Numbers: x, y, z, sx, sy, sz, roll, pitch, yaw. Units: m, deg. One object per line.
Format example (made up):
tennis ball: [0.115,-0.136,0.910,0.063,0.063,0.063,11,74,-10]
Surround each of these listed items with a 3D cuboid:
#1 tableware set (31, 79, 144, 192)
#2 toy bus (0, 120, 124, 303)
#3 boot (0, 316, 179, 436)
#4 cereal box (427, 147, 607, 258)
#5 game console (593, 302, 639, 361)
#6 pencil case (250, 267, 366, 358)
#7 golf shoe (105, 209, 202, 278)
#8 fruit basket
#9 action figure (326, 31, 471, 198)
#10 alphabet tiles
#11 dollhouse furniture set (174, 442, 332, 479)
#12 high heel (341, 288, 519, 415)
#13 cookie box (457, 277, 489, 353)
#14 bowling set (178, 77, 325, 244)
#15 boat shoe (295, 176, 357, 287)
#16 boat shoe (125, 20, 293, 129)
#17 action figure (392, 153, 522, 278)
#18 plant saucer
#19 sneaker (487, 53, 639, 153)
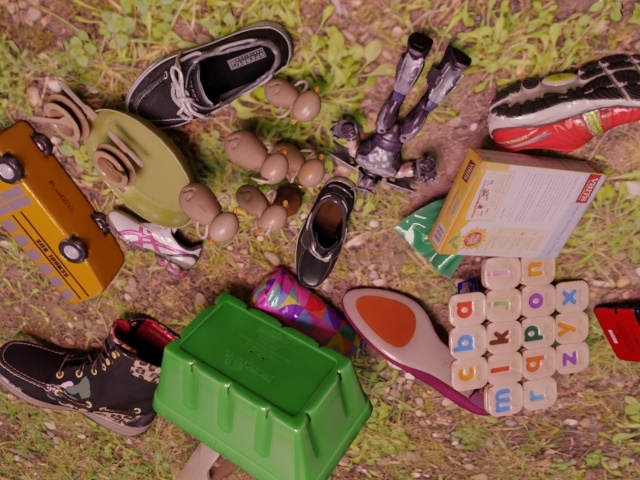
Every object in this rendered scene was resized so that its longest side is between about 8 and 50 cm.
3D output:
tableware set: [-0.390,-0.158,1.004,0.194,0.039,0.128,46,143,-10]
toy bus: [-0.505,-0.046,1.118,0.130,0.108,0.332,-18,118,22]
boot: [-0.484,0.264,1.296,0.378,0.138,0.284,32,124,-15]
cereal box: [0.308,-0.052,0.945,0.240,0.047,0.173,3,127,-23]
game console: [0.593,0.148,1.100,0.124,0.085,0.144,-5,127,51]
pencil case: [-0.023,0.155,1.164,0.236,0.104,0.104,40,121,-13]
golf shoe: [-0.313,-0.011,1.139,0.186,0.067,0.086,34,97,-14]
fruit basket: [-0.099,0.313,1.157,0.392,0.283,0.392,24,138,24]
action figure: [0.114,-0.173,0.931,0.186,0.099,0.285,17,129,-12]
alphabet tiles: [0.349,0.163,1.056,0.278,0.021,0.283,-6,98,-16]
dollhouse furniture set: [-0.109,0.590,1.324,0.394,0.362,0.256,45,126,17]
high heel: [0.196,0.227,1.182,0.377,0.127,0.181,34,160,7]
cookie box: [0.289,0.139,1.102,0.040,0.091,0.107,-21,116,25]
bowling set: [-0.061,-0.096,0.957,0.200,0.154,0.287,35,92,-44]
boat shoe: [0.000,0.000,1.074,0.084,0.079,0.233,17,125,-3]
boat shoe: [-0.187,-0.239,0.934,0.307,0.105,0.113,-13,119,19]
action figure: [0.251,-0.056,1.000,0.137,0.063,0.232,39,114,-14]
plant saucer: [-0.300,-0.125,1.027,0.241,0.037,0.240,24,142,20]
sneaker: [0.391,-0.188,0.885,0.279,0.107,0.118,-6,140,17]
